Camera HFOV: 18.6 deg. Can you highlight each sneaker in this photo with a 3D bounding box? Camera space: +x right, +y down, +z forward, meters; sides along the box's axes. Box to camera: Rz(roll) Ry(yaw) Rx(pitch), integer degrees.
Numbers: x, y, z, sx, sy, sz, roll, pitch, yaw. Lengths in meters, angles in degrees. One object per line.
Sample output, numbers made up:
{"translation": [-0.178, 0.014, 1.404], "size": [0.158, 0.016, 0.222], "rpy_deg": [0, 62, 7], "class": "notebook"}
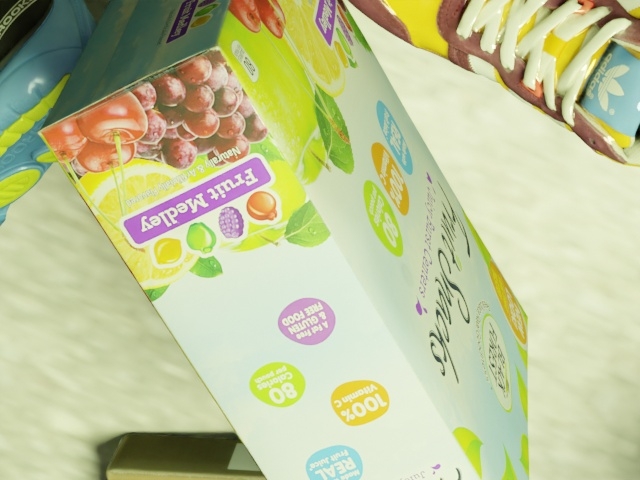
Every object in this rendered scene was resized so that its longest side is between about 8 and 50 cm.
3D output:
{"translation": [-0.146, -0.042, 0.722], "size": [0.188, 0.078, 0.067], "rpy_deg": [-35, 153, 34], "class": "sneaker"}
{"translation": [0.089, -0.074, 0.686], "size": [0.185, 0.084, 0.069], "rpy_deg": [19, 115, -7], "class": "sneaker"}

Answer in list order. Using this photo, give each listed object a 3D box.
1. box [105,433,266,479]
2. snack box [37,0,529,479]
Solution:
{"translation": [-0.013, 0.190, 0.835], "size": [0.136, 0.036, 0.225], "rpy_deg": [1, 117, 9], "class": "box"}
{"translation": [0.000, 0.000, 0.675], "size": [0.070, 0.174, 0.207], "rpy_deg": [-24, 113, 16], "class": "snack box"}
